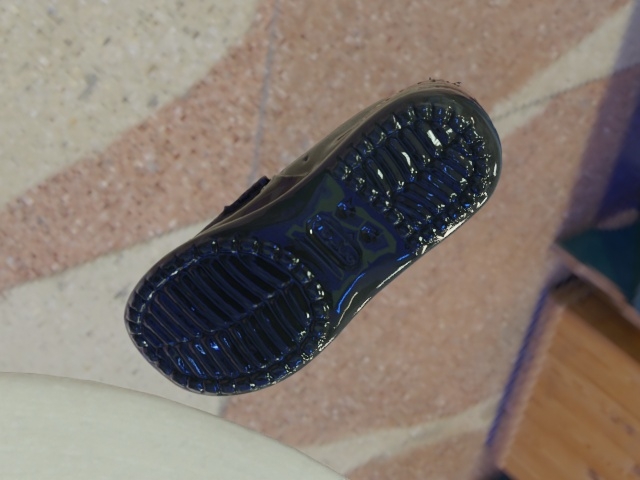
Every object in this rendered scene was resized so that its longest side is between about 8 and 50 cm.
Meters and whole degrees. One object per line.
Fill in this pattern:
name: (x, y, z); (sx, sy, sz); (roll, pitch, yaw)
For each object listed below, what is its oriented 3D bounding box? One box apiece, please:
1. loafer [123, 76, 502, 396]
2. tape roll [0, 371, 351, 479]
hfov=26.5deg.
loafer: (0.000, 0.000, 0.640); (0.220, 0.080, 0.078); (-33, -169, 27)
tape roll: (-0.063, 0.217, 0.269); (0.392, 0.392, 0.072); (-15, 166, -41)
